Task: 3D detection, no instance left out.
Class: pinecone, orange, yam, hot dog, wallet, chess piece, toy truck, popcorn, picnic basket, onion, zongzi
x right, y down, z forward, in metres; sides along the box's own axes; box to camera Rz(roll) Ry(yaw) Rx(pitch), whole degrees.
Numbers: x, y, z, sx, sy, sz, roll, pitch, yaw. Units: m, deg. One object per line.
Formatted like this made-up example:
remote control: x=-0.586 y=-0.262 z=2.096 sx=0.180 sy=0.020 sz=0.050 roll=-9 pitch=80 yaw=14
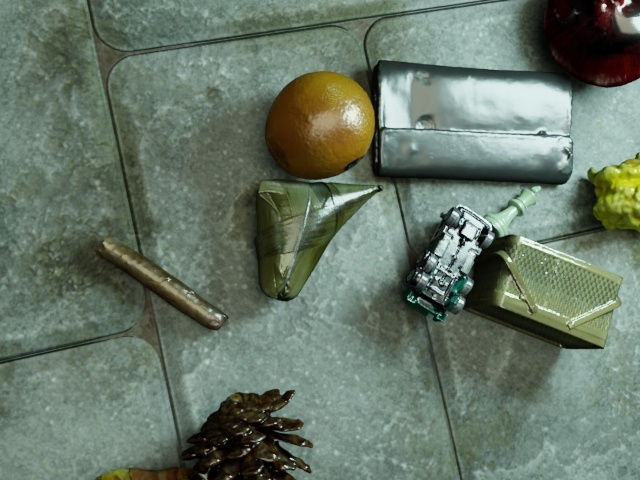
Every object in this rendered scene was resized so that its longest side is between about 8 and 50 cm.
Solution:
pinecone: x=-0.120 y=0.362 z=1.484 sx=0.229 sy=0.202 sz=0.201 roll=-27 pitch=76 yaw=-24
orange: x=-0.002 y=-0.204 z=1.575 sx=0.206 sy=0.206 sz=0.206 roll=1 pitch=84 yaw=-12
yam: x=-0.279 y=0.078 z=1.559 sx=0.264 sy=0.046 sz=0.046 roll=35 pitch=78 yaw=-6
hot dog: x=-0.286 y=0.448 z=1.494 sx=0.261 sy=0.093 sz=0.123 roll=-2 pitch=85 yaw=-13
wallet: x=0.299 y=-0.228 z=1.711 sx=0.406 sy=0.062 sz=0.228 roll=1 pitch=84 yaw=-13
chess piece: x=0.380 y=-0.063 z=1.719 sx=0.149 sy=0.059 sz=0.059 roll=-40 pitch=94 yaw=-18
toy truck: x=0.228 y=0.045 z=1.645 sx=0.110 sy=0.116 sz=0.216 roll=32 pitch=71 yaw=-9
popcorn: x=0.626 y=-0.098 z=1.715 sx=0.197 sy=0.197 sz=0.156 roll=-3 pitch=83 yaw=-13
picnic basket: x=0.415 y=0.100 z=1.651 sx=0.266 sy=0.165 sz=0.139 roll=21 pitch=78 yaw=-10
onion: x=0.562 y=-0.444 z=1.690 sx=0.273 sy=0.285 sz=0.273 roll=-6 pitch=73 yaw=21
zongzi: x=0.000 y=0.000 z=1.596 sx=0.242 sy=0.112 sz=0.221 roll=1 pitch=83 yaw=-14
